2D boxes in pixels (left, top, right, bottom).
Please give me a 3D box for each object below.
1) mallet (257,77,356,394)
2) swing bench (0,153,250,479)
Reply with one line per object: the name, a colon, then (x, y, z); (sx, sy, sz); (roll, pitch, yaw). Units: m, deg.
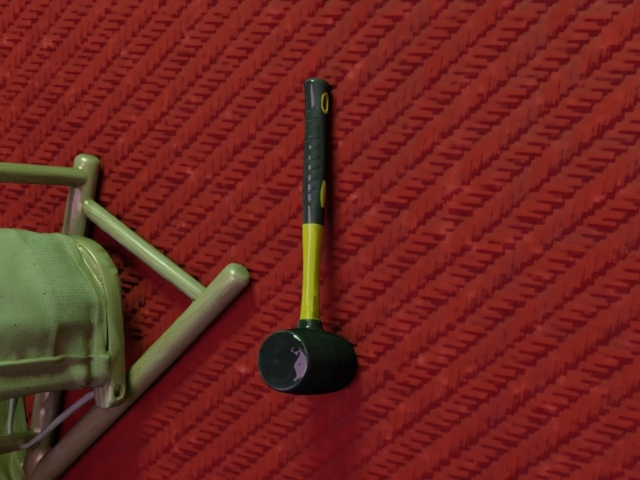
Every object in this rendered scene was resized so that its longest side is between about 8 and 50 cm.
mallet: (0.000, 0.000, 0.690); (0.039, 0.062, 0.189); (-2, 74, 30)
swing bench: (-0.219, 0.087, 0.691); (0.165, 0.253, 0.254); (35, 107, 27)
